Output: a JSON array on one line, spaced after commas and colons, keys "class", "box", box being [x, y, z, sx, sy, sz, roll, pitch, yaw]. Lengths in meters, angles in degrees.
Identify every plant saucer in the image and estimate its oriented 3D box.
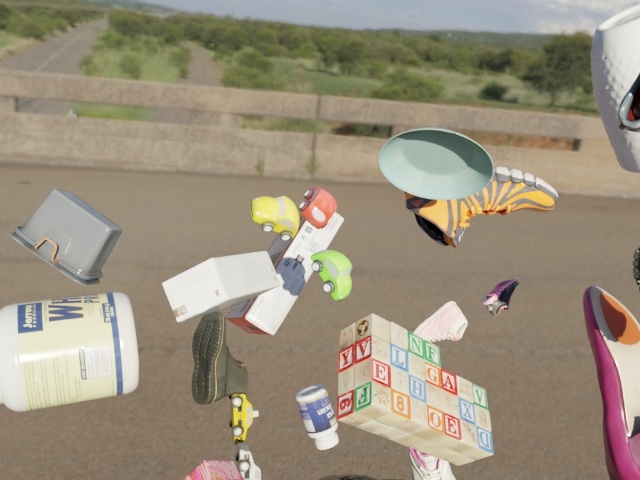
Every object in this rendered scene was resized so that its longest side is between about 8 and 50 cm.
[{"class": "plant saucer", "box": [0.195, -0.138, 1.143, 0.195, 0.195, 0.037, 9, 61, 8]}]

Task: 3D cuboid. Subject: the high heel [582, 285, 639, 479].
[{"class": "high heel", "box": [0.561, 0.282, 1.324, 0.127, 0.181, 0.377, 8, 53, -22]}]

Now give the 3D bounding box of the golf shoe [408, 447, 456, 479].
[{"class": "golf shoe", "box": [0.276, 0.580, 1.708, 0.115, 0.306, 0.140, -19, -10, 6]}]

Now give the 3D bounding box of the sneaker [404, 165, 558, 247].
[{"class": "sneaker", "box": [0.325, -0.062, 1.406, 0.321, 0.180, 0.124, 13, -14, 0]}]

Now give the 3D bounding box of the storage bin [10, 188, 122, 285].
[{"class": "storage bin", "box": [-0.365, -0.010, 0.988, 0.135, 0.091, 0.098, 34, 2, 3]}]

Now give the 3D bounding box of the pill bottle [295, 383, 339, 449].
[{"class": "pill bottle", "box": [-0.005, 0.511, 1.952, 0.094, 0.169, 0.094, -18, 6, 2]}]

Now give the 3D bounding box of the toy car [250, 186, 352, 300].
[{"class": "toy car", "box": [0.000, 0.000, 1.218, 0.053, 0.225, 0.239, -35, -10, 32]}]

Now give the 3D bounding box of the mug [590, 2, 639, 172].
[{"class": "mug", "box": [0.801, -0.386, 1.530, 0.374, 0.328, 0.276, -32, 17, -8]}]

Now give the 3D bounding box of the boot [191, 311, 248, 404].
[{"class": "boot", "box": [-0.208, 0.249, 1.472, 0.077, 0.197, 0.137, 13, 4, 37]}]

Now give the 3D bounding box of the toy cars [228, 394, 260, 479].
[{"class": "toy cars", "box": [-0.227, 0.629, 2.100, 0.087, 0.176, 0.393, -2, 50, -14]}]

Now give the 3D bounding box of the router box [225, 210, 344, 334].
[{"class": "router box", "box": [-0.100, 0.079, 1.720, 0.082, 0.335, 0.301, 34, -16, -11]}]

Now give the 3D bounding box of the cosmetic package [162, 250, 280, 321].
[{"class": "cosmetic package", "box": [-0.180, 0.081, 1.272, 0.117, 0.085, 0.231, -25, -7, 18]}]

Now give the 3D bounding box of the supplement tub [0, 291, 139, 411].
[{"class": "supplement tub", "box": [-0.579, 0.244, 1.489, 0.325, 0.235, 0.235, -6, 20, -21]}]

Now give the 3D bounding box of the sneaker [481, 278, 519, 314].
[{"class": "sneaker", "box": [0.435, 0.135, 1.607, 0.119, 0.057, 0.047, -34, 4, -27]}]

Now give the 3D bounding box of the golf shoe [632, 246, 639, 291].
[{"class": "golf shoe", "box": [0.581, 0.084, 1.091, 0.094, 0.198, 0.077, -26, -7, -43]}]

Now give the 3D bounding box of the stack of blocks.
[{"class": "stack of blocks", "box": [0.171, 0.270, 1.203, 0.297, 0.087, 0.171, 29, 45, -28]}]

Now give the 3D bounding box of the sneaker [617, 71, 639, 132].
[{"class": "sneaker", "box": [0.571, -0.269, 1.058, 0.104, 0.261, 0.125, 44, 37, 21]}]

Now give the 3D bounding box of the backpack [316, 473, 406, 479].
[{"class": "backpack", "box": [0.057, 0.738, 1.754, 0.290, 0.273, 0.356, -36, 23, -33]}]

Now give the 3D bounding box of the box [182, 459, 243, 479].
[{"class": "box", "box": [-0.234, 0.671, 1.623, 0.123, 0.128, 0.257, 30, 19, -53]}]

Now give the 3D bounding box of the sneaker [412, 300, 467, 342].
[{"class": "sneaker", "box": [0.251, 0.195, 1.421, 0.070, 0.134, 0.051, 53, 12, 31]}]
